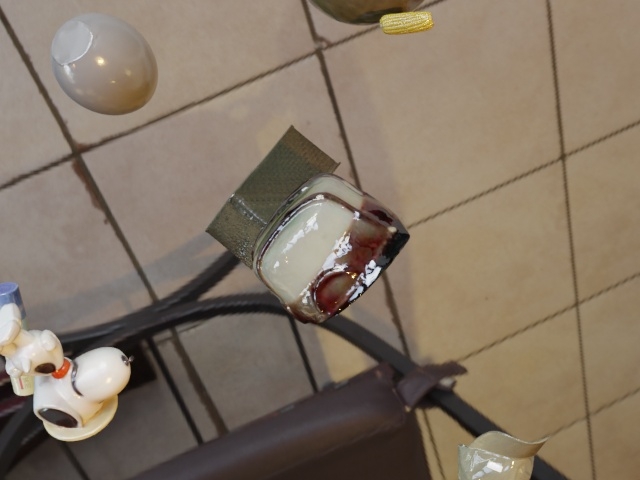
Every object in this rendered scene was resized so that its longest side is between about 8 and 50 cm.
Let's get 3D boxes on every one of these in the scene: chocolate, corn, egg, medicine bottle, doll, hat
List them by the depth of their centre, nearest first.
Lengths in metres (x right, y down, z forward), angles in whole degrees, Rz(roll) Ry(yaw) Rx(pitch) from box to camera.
[{"bbox_3d":[0.145,-0.366,1.399,0.092,0.037,0.037,-2,130,17],"label":"corn"},{"bbox_3d":[-0.460,0.224,1.409,0.271,0.144,0.208,25,117,-33],"label":"doll"},{"bbox_3d":[0.000,0.000,1.480,0.283,0.283,0.186,-41,103,6],"label":"chocolate"},{"bbox_3d":[-0.394,-0.321,1.538,0.176,0.176,0.232,-37,162,3],"label":"egg"},{"bbox_3d":[0.373,0.453,1.655,0.166,0.173,0.144,8,79,-8],"label":"hat"},{"bbox_3d":[-0.608,0.198,1.662,0.059,0.059,0.231,-12,114,-16],"label":"medicine bottle"}]

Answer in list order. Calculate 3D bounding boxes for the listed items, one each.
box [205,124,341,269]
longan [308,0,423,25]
[{"bbox_3d":[-0.102,-0.096,1.811,0.143,0.273,0.184,40,142,-5],"label":"box"},{"bbox_3d":[0.075,-0.550,1.531,0.288,0.350,0.288,-12,143,-9],"label":"longan"}]
